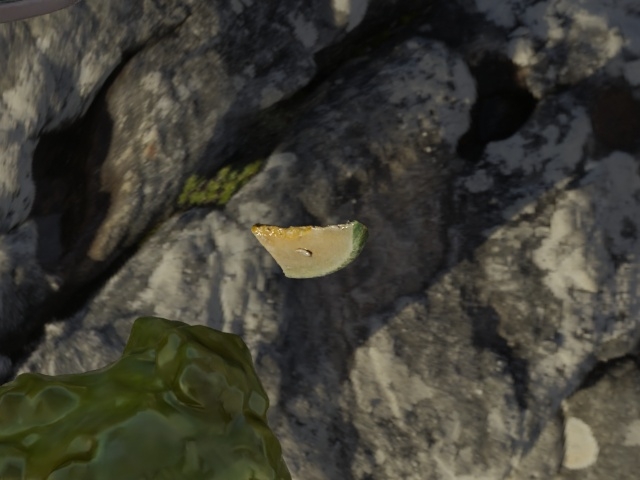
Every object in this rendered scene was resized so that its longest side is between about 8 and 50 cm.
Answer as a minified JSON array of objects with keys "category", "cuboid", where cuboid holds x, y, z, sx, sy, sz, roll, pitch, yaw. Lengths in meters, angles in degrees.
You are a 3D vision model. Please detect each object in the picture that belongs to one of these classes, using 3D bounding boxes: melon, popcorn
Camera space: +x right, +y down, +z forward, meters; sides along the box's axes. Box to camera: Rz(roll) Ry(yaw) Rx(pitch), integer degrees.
[{"category":"melon","cuboid":[0.003,0.005,1.252,0.098,0.182,0.054,46,59,-34]},{"category":"popcorn","cuboid":[-0.135,0.191,0.648,0.250,0.235,0.242,-17,57,-21]}]

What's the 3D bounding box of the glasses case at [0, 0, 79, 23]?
[{"category":"glasses case","cuboid":[-0.340,-0.227,0.822,0.314,0.075,0.122,-17,54,-35]}]
